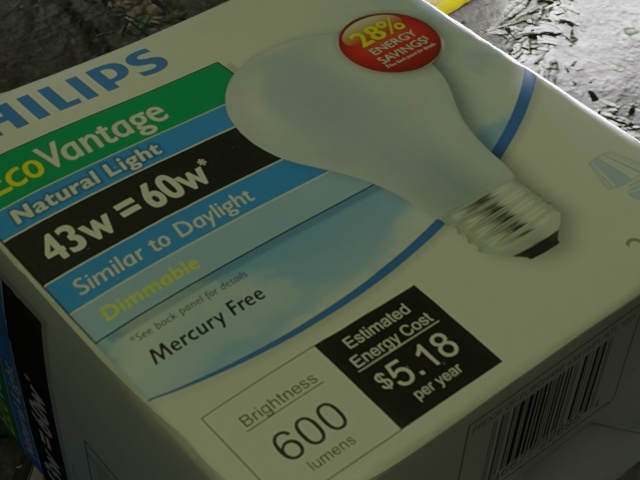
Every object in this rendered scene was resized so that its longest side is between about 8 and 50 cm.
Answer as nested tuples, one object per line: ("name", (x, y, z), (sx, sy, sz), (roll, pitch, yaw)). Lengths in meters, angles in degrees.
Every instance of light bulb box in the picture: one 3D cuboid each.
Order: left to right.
("light bulb box", (-0.005, 0.037, 0.807), (0.358, 0.225, 0.361), (-30, 53, -29))

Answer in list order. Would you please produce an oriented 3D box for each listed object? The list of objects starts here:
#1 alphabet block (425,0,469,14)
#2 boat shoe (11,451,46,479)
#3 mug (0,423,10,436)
("alphabet block", (0.097, -0.381, 1.440), (0.192, 0.193, 0.197), (-35, 57, -27))
("boat shoe", (-0.225, 0.208, 0.988), (0.040, 0.049, 0.142), (-12, 41, 31))
("mug", (-0.238, 0.076, 1.069), (0.158, 0.097, 0.129), (-31, 55, -26))
